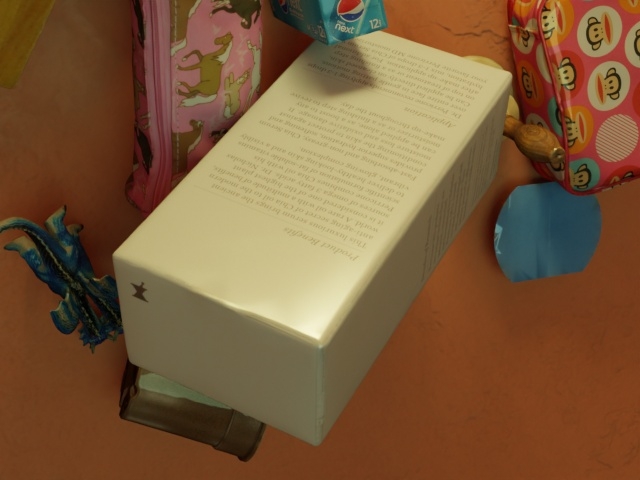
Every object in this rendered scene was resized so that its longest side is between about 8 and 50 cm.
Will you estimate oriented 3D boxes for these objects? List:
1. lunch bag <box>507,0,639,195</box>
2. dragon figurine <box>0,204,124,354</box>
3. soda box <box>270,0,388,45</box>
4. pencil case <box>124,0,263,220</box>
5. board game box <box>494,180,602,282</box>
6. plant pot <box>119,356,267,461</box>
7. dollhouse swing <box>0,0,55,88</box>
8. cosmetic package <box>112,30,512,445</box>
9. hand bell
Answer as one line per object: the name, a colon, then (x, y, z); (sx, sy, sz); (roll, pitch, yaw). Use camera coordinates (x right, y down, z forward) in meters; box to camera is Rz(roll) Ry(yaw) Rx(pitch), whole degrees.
lunch bag: (0.382, -0.223, 1.521); (0.258, 0.120, 0.293); (-19, 114, -12)
dragon figurine: (-0.279, 0.046, 1.352); (0.085, 0.289, 0.144); (-35, 78, -6)
soda box: (0.000, -0.272, 1.322); (0.071, 0.210, 0.067); (-19, 114, -12)
pencil case: (-0.138, -0.195, 1.278); (0.167, 0.160, 0.386); (-15, 133, -20)
board game box: (0.301, -0.018, 1.620); (0.168, 0.033, 0.133); (-8, 107, -21)
plant pot: (-0.154, 0.175, 1.472); (0.165, 0.167, 0.167); (13, 105, -15)
dollhouse swing: (-0.386, -0.381, 1.078); (0.346, 0.305, 0.315); (16, 145, -22)
cosmetic package: (0.009, -0.031, 1.262); (0.453, 0.230, 0.161); (-51, 155, -39)
hand bell: (0.226, -0.136, 1.431); (0.126, 0.242, 0.126); (-6, 111, -16)
